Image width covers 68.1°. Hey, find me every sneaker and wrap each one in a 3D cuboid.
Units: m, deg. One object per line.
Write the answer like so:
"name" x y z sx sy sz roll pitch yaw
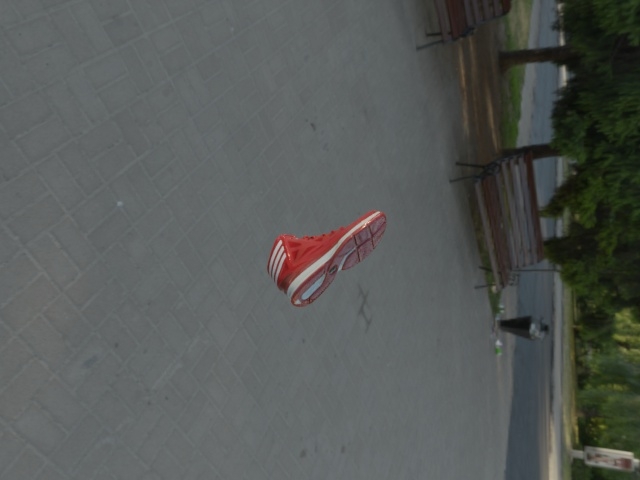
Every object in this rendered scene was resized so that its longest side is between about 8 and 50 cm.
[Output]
"sneaker" 0.000 0.000 0.813 0.221 0.128 0.087 -38 145 -18
